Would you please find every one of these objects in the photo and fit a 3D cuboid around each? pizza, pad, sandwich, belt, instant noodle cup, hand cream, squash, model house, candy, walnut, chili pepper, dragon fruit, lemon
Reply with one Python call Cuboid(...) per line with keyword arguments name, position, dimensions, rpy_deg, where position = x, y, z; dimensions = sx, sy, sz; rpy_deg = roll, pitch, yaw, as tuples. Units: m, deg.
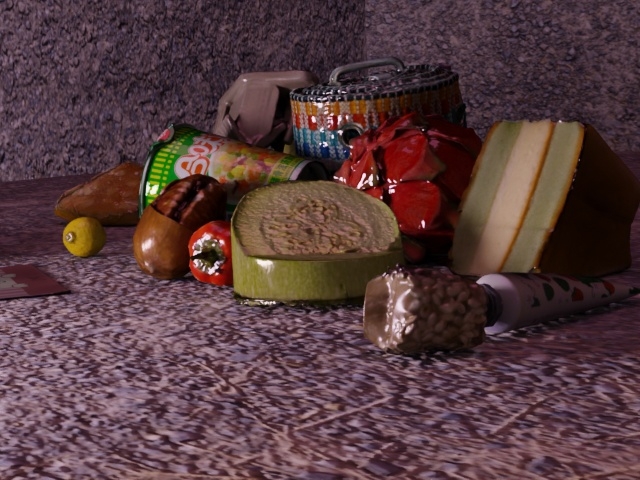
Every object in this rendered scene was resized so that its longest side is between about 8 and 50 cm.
Cuboid(name="pizza", position=(-0.376, -0.068, 2.533), dimensions=(0.204, 0.080, 0.188), rpy_deg=(16, 41, 40))
Cuboid(name="pad", position=(-0.464, 0.058, 1.795), dimensions=(0.202, 0.005, 0.300), rpy_deg=(-5, 8, -21))
Cuboid(name="sandwich", position=(0.287, -0.007, 1.668), dimensions=(0.155, 0.227, 0.198), rpy_deg=(6, -24, 43))
Cuboid(name="belt", position=(0.098, -0.198, 2.038), dimensions=(0.295, 0.160, 0.207), rpy_deg=(-12, 14, -16))
Cuboid(name="instant noodle cup", position=(-0.119, -0.062, 1.960), dimensions=(0.233, 0.207, 0.207), rpy_deg=(10, 12, 25))
Cuboid(name="hand cream", position=(0.239, 0.057, 1.391), dimensions=(0.095, 0.059, 0.276), rpy_deg=(6, 6, 38))
Cuboid(name="squash", position=(0.000, 0.012, 1.573), dimensions=(0.220, 0.133, 0.220), rpy_deg=(0, 13, 0))
Cuboid(name="model house", position=(-0.110, -0.175, 2.145), dimensions=(0.122, 0.188, 0.229), rpy_deg=(28, -26, -15))
Cuboid(name="candy", position=(0.099, 0.066, 1.246), dimensions=(0.110, 0.085, 0.095), rpy_deg=(5, -3, -26))
Cuboid(name="walnut", position=(-0.184, -0.024, 1.804), dimensions=(0.116, 0.115, 0.207), rpy_deg=(1, 32, 24))
Cuboid(name="chili pepper", position=(-0.125, 0.016, 1.701), dimensions=(0.086, 0.084, 0.192), rpy_deg=(-4, 2, 21))
Cuboid(name="dragon fruit", position=(0.160, -0.054, 1.838), dimensions=(0.293, 0.233, 0.234), rpy_deg=(33, 19, 16))
Cuboid(name="lemon", position=(-0.362, -0.005, 2.037), dimensions=(0.062, 0.062, 0.083), rpy_deg=(1, 1, 25))

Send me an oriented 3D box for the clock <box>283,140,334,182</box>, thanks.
Cuboid(name="clock", position=(0.033, -0.116, 2.225), dimensions=(0.202, 0.096, 0.143), rpy_deg=(39, 9, 25))
